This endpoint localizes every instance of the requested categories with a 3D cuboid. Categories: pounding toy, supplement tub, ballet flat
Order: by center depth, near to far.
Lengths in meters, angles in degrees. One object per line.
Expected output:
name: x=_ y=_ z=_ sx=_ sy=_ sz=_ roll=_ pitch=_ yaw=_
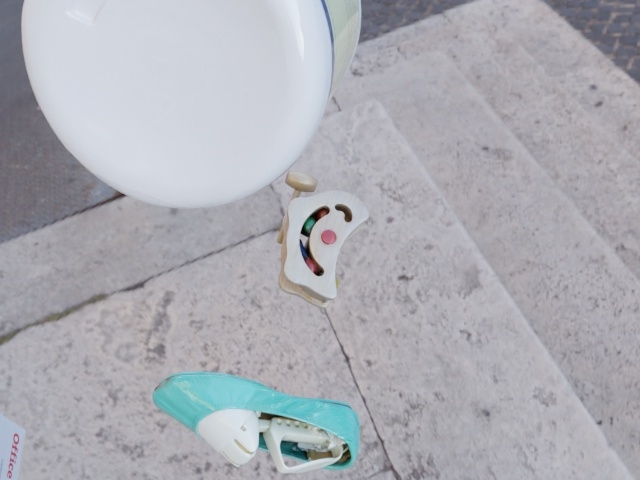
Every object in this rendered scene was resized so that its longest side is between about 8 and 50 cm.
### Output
supplement tub: x=-0.087 y=-0.191 z=0.654 sx=0.235 sy=0.235 sz=0.325 roll=-7 pitch=24 yaw=13
ballet flat: x=-0.059 y=0.204 z=0.782 sx=0.247 sy=0.083 sz=0.087 roll=17 pitch=35 yaw=-25
pounding toy: x=0.000 y=0.000 z=1.385 sx=0.154 sy=0.155 sz=0.269 roll=7 pitch=69 yaw=-9

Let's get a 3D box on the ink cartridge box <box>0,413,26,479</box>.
ink cartridge box: x=-0.577 y=0.335 z=1.071 sx=0.117 sy=0.278 sz=0.201 roll=-13 pitch=53 yaw=9
